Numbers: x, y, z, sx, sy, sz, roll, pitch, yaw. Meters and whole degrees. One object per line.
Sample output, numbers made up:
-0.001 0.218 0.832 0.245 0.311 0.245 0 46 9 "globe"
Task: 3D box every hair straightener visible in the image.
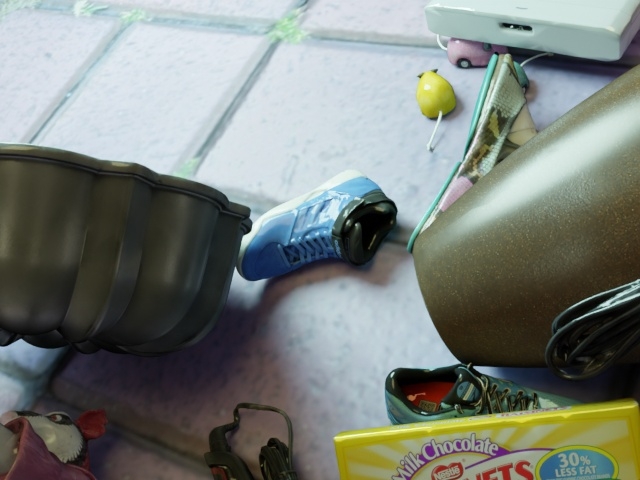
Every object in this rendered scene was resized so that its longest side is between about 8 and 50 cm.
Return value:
-0.026 0.209 0.636 0.089 0.047 0.230 -27 44 1 "hair straightener"

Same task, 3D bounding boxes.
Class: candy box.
0.116 0.171 0.577 0.206 0.027 0.105 -10 84 15 "candy box"

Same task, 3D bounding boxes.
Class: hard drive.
0.271 -0.305 0.890 0.203 0.040 0.307 18 57 33 "hard drive"

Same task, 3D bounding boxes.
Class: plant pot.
0.193 0.004 0.613 0.230 0.215 0.215 -24 47 23 "plant pot"

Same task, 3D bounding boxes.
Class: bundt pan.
-0.222 0.025 0.696 0.331 0.331 0.124 -1 78 22 "bundt pan"

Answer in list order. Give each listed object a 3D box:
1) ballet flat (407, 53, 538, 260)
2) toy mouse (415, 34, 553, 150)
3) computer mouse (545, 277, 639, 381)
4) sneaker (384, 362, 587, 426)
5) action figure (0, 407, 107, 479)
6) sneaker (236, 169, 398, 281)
0.151 -0.063 0.758 0.079 0.077 0.221 22 69 11 "ballet flat"
0.162 -0.175 0.860 0.143 0.031 0.161 -15 50 12 "toy mouse"
0.275 0.101 0.481 0.262 0.184 0.060 50 37 9 "computer mouse"
0.117 0.124 0.615 0.162 0.073 0.063 2 55 25 "sneaker"
-0.224 0.246 0.587 0.276 0.248 0.370 28 36 2 "action figure"
0.000 -0.001 0.773 0.152 0.058 0.084 -32 40 -12 "sneaker"
